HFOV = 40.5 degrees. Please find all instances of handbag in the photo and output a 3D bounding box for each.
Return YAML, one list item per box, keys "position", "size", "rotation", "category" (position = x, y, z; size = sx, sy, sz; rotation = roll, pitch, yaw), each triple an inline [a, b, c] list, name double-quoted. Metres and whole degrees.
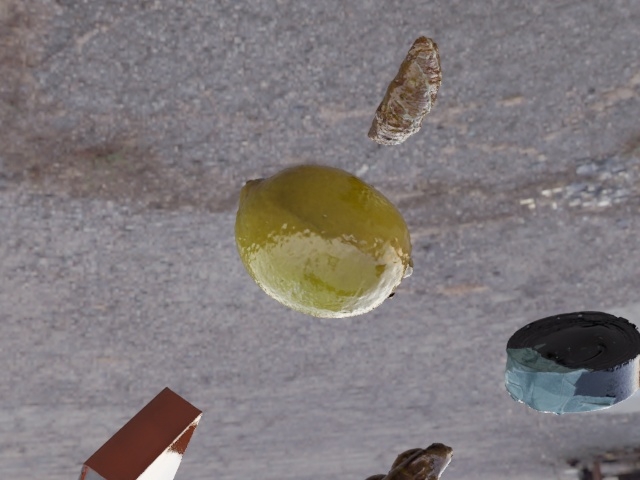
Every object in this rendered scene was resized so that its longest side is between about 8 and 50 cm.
- position: [-0.189, 0.246, 0.834]
  size: [0.127, 0.062, 0.190]
  rotation: [-43, 163, -54]
  category: "handbag"

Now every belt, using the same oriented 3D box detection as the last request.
- position: [0.345, 0.169, 1.188]
  size: [0.198, 0.151, 0.078]
  rotation: [-11, 117, -11]
  category: "belt"

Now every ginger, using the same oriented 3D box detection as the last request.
- position: [0.121, 0.356, 1.253]
  size: [0.162, 0.073, 0.103]
  rotation: [-35, -177, -20]
  category: "ginger"

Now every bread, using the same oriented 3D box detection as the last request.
- position: [0.137, -0.216, 1.347]
  size: [0.076, 0.105, 0.233]
  rotation: [33, 143, 6]
  category: "bread"

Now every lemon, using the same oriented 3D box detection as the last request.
- position: [0.004, 0.002, 1.323]
  size: [0.263, 0.236, 0.236]
  rotation: [14, 169, 27]
  category: "lemon"
